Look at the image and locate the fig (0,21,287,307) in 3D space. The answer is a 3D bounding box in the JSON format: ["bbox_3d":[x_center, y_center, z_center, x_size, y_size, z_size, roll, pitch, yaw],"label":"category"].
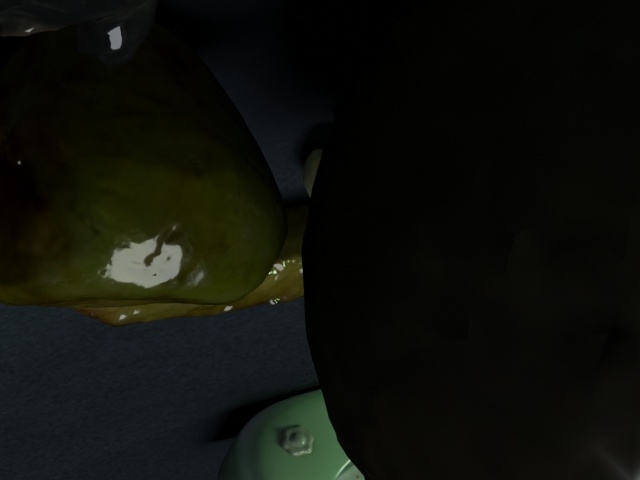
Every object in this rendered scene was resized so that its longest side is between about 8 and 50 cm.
[{"bbox_3d":[-0.096,-0.023,0.901,0.165,0.154,0.144,30,155,-7],"label":"fig"}]

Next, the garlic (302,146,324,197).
[{"bbox_3d":[0.019,-0.040,1.127,0.083,0.041,0.053,-13,145,-42],"label":"garlic"}]

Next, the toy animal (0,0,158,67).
[{"bbox_3d":[-0.033,-0.155,0.724,0.343,0.106,0.168,-32,157,32],"label":"toy animal"}]

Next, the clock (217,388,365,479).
[{"bbox_3d":[0.079,0.270,1.518,0.265,0.324,0.109,-10,155,-26],"label":"clock"}]

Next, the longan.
[{"bbox_3d":[0.172,-0.001,0.932,0.391,0.391,0.391,-19,158,-8],"label":"longan"}]

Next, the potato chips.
[{"bbox_3d":[0.000,0.000,1.174,0.407,0.057,0.080,-11,149,-28],"label":"potato chips"}]
